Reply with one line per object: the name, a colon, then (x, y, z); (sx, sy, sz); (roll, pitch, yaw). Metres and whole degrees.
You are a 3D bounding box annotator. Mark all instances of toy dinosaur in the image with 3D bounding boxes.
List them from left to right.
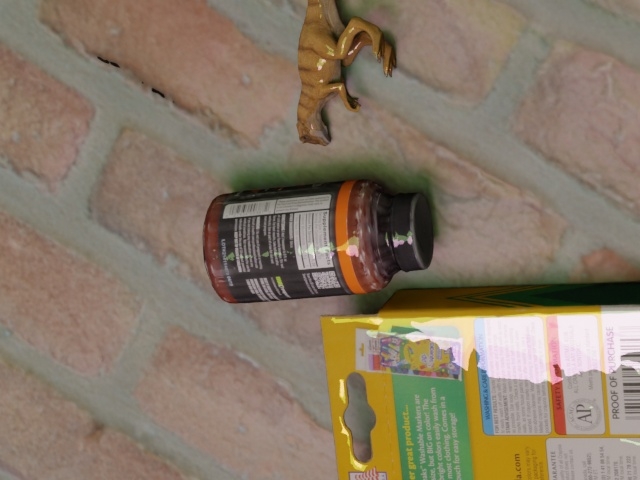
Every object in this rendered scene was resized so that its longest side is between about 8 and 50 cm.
toy dinosaur: (0.006, -0.182, 1.615); (0.112, 0.064, 0.212); (5, 106, 17)

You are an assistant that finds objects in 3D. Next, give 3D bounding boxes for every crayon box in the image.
crayon box: (0.173, 0.147, 1.642); (0.322, 0.083, 0.203); (-2, 104, 17)

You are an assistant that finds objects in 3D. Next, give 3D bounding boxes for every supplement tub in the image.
supplement tub: (0.000, 0.000, 1.645); (0.197, 0.106, 0.106); (-5, 103, 18)
